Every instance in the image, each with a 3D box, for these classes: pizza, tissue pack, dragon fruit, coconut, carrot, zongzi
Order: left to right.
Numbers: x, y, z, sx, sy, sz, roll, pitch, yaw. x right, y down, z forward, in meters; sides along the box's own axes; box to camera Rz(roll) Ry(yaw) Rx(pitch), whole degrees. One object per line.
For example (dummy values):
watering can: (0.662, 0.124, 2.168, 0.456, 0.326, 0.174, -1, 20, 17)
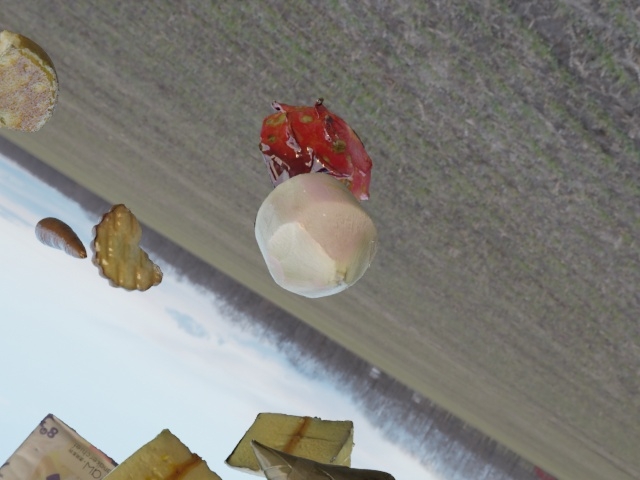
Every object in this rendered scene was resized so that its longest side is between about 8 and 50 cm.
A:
pizza: (-0.380, -0.185, 0.773, 0.046, 0.134, 0.175, 58, 146, 14)
tissue pack: (-0.668, 0.613, 1.533, 0.242, 0.343, 0.125, 40, 141, -6)
carrot: (-0.395, 0.000, 1.004, 0.048, 0.048, 0.216, 38, 168, -38)
dragon fruit: (-0.001, -0.135, 1.144, 0.126, 0.161, 0.273, -50, -61, -71)
coconut: (0.000, 0.000, 0.912, 0.171, 0.171, 0.182, 39, -167, -45)
zongzi: (0.018, 0.315, 0.893, 0.189, 0.081, 0.178, -14, -125, -42)

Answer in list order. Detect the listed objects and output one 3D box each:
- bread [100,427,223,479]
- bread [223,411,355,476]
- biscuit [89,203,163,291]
bread: (-0.280, 0.415, 0.946, 0.168, 0.264, 0.163, 39, 164, 8)
bread: (-0.064, 0.435, 1.372, 0.240, 0.135, 0.178, 2, 165, 19)
biscuit: (-0.399, 0.023, 1.290, 0.061, 0.118, 0.182, -2, 110, 56)
